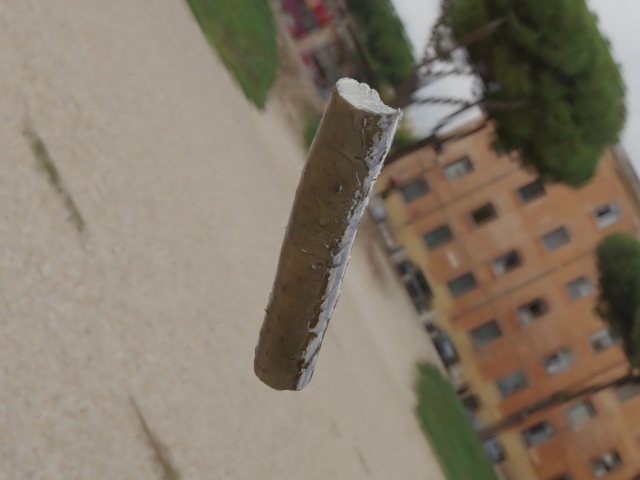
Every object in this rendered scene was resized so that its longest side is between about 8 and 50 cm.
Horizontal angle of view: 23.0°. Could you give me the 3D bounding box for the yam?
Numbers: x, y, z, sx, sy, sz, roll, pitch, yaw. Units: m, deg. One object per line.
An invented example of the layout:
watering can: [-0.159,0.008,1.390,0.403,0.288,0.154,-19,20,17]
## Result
yam: [0.000,0.000,0.646,0.032,0.032,0.145,-114,-147,-49]
